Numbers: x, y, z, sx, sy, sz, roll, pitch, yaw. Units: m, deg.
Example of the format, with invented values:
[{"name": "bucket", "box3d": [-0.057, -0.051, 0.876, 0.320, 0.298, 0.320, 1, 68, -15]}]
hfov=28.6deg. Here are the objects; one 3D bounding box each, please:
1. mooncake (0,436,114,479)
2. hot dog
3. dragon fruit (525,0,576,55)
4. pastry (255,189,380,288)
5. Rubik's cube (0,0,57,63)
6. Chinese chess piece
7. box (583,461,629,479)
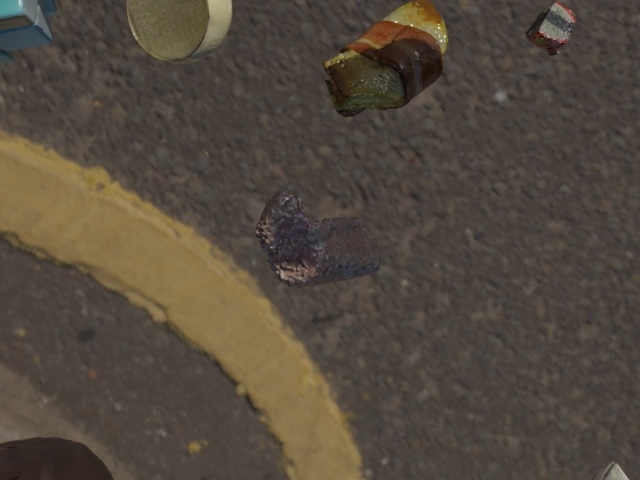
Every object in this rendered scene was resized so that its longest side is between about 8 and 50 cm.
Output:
[{"name": "mooncake", "box3d": [-0.453, 0.503, 2.065, 0.212, 0.351, 0.381, -10, 160, 12]}, {"name": "hot dog", "box3d": [0.090, -0.228, 1.669, 0.261, 0.123, 0.093, -40, 138, -35]}, {"name": "dragon fruit", "box3d": [0.360, -0.327, 1.977, 0.056, 0.060, 0.083, 32, 61, -12]}, {"name": "pastry", "box3d": [0.002, 0.012, 1.749, 0.103, 0.112, 0.265, -22, 161, 26]}, {"name": "Rubik's cube", "box3d": [-0.418, -0.305, 1.374, 0.213, 0.224, 0.265, -10, 84, 2]}, {"name": "Chinese chess piece", "box3d": [-0.153, -0.252, 1.359, 0.051, 0.122, 0.122, -23, 138, -55]}, {"name": "box", "box3d": [0.339, 0.334, 1.422, 0.051, 0.129, 0.130, -39, 172, 28]}]
